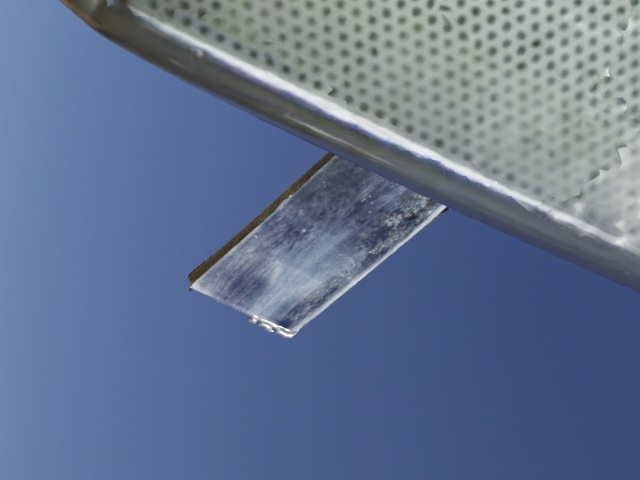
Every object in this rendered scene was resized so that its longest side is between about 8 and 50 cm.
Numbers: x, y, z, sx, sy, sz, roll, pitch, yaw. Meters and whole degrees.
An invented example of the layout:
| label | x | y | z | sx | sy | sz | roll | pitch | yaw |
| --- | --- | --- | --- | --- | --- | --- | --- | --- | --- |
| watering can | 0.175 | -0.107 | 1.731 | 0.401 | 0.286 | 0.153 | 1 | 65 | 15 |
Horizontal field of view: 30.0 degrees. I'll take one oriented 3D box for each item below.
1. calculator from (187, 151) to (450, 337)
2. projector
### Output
| label | x | y | z | sx | sy | sz | roll | pitch | yaw |
| --- | --- | --- | --- | --- | --- | --- | --- | --- | --- |
| calculator | 0.000 | 0.000 | 1.237 | 0.261 | 0.161 | 0.021 | -40 | -138 | 24 |
| projector | 0.071 | -0.185 | 0.699 | 0.242 | 0.405 | 0.395 | -61 | -163 | 17 |
